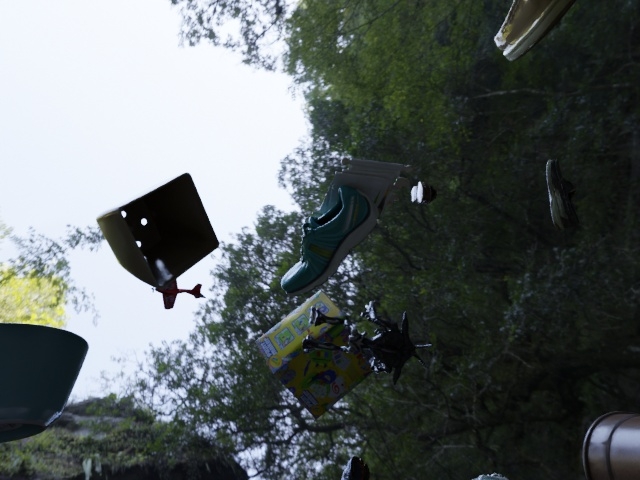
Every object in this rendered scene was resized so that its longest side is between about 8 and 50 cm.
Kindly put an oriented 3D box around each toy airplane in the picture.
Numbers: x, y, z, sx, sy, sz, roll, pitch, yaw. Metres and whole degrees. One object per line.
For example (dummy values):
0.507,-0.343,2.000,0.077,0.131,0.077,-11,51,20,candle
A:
-0.393,0.140,1.228,0.151,0.028,0.151,-3,-47,-3,toy airplane

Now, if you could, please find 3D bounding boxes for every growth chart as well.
0.082,-0.092,0.951,0.172,0.237,0.021,10,-127,-18,growth chart

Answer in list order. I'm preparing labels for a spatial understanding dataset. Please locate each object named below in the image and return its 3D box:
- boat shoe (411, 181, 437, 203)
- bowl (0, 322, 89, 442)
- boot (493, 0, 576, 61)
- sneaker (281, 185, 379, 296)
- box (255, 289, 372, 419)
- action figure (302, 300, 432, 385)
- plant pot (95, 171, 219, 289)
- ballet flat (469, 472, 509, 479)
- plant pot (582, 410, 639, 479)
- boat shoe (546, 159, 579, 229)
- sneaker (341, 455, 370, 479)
0.354,-0.159,1.479,0.073,0.207,0.073,3,-83,4,boat shoe
-0.629,0.294,0.857,0.311,0.311,0.163,1,-122,-25,bowl
0.154,-0.291,0.365,0.203,0.262,0.095,34,-103,9,boot
0.000,0.000,0.938,0.110,0.107,0.275,34,-77,-25,sneaker
-0.006,0.376,1.449,0.279,0.177,0.290,-37,-54,-9,box
0.107,0.219,0.995,0.275,0.141,0.164,10,-82,11,action figure
-0.215,-0.014,0.560,0.109,0.096,0.109,-45,-54,-46,plant pot
0.243,0.524,0.556,0.147,0.147,0.409,44,-138,-23,ballet flat
0.472,0.302,0.574,0.167,0.165,0.167,2,-117,-5,plant pot
0.738,-0.144,1.338,0.080,0.073,0.224,17,-112,-50,boat shoe
0.086,0.704,1.200,0.083,0.221,0.087,30,-68,3,sneaker
